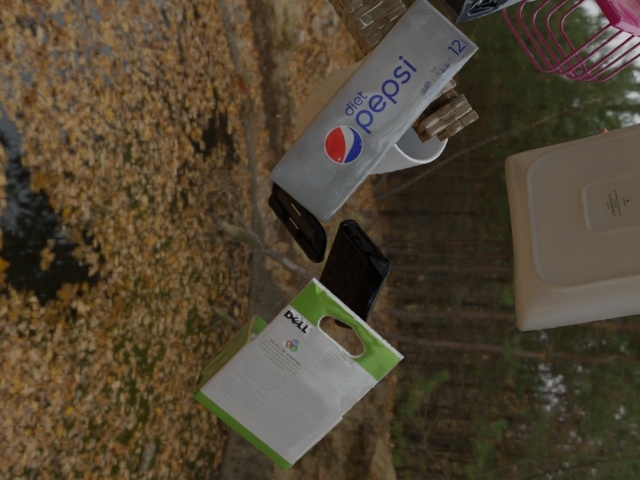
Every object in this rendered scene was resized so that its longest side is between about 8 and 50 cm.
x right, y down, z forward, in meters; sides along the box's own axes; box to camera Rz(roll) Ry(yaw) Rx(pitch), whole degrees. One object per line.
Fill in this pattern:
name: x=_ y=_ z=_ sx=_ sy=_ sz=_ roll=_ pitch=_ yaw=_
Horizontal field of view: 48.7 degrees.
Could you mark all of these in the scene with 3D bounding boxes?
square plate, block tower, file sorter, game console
square plate: x=0.453 y=-0.048 z=1.072 sx=0.049 sy=0.344 sz=0.347 roll=46 pitch=40 yaw=-45
block tower: x=0.139 y=-0.325 z=1.239 sx=0.335 sy=0.091 sz=0.097 roll=55 pitch=-1 yaw=-2
file sorter: x=0.539 y=-0.450 z=1.452 sx=0.291 sy=0.182 sz=0.202 roll=-7 pitch=66 yaw=-48
game console: x=0.000 y=0.000 z=1.438 sx=0.361 sy=0.044 sz=0.213 roll=52 pitch=-38 yaw=29

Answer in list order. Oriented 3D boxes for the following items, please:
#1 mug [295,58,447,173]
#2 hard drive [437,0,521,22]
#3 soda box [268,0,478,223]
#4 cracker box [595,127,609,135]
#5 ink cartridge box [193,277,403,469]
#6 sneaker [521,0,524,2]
mug: x=0.081 y=-0.267 z=1.713 sx=0.374 sy=0.328 sz=0.276 roll=-50 pitch=118 yaw=-36
hard drive: x=0.246 y=-0.418 z=1.005 sx=0.172 sy=0.255 sz=0.054 roll=55 pitch=-25 yaw=13
soda box: x=0.061 y=-0.162 z=0.895 sx=0.286 sy=0.098 sz=0.091 roll=-50 pitch=-173 yaw=7
cracker box: x=0.778 y=-0.163 z=1.815 sx=0.067 sy=0.232 sz=0.155 roll=-46 pitch=-177 yaw=40
ink cartridge box: x=-0.032 y=0.186 z=1.058 sx=0.189 sy=0.255 sz=0.097 roll=42 pitch=12 yaw=-12
sneaker: x=0.590 y=-0.662 z=1.779 sx=0.252 sy=0.111 sz=0.102 roll=6 pitch=-77 yaw=57
